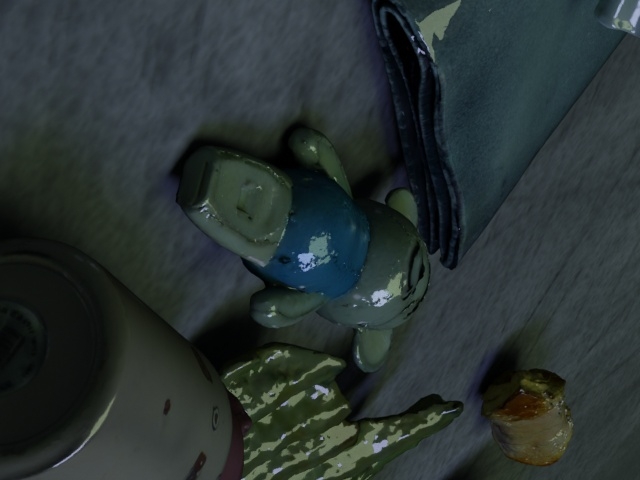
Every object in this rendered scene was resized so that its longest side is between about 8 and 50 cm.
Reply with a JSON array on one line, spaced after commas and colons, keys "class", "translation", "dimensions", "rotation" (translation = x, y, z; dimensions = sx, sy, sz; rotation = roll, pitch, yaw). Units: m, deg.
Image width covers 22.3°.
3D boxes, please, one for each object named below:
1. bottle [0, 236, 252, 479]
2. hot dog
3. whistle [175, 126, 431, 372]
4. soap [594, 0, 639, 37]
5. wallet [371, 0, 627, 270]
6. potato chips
[{"class": "bottle", "translation": [-0.103, 0.084, 0.775], "dimensions": [0.110, 0.110, 0.233], "rotation": [-49, 157, -6]}, {"class": "hot dog", "translation": [0.179, 0.143, 1.422], "dimensions": [0.078, 0.061, 0.169], "rotation": [-11, 149, 6]}, {"class": "whistle", "translation": [0.000, 0.000, 0.886], "dimensions": [0.235, 0.077, 0.114], "rotation": [29, 73, -58]}, {"class": "soap", "translation": [0.235, -0.209, 0.911], "dimensions": [0.119, 0.066, 0.198], "rotation": [-38, 155, -47]}, {"class": "wallet", "translation": [0.135, -0.137, 0.960], "dimensions": [0.251, 0.054, 0.290], "rotation": [-48, 156, -15]}, {"class": "potato chips", "translation": [-0.071, 0.234, 1.062], "dimensions": [0.389, 0.097, 0.373], "rotation": [-56, 155, 6]}]
